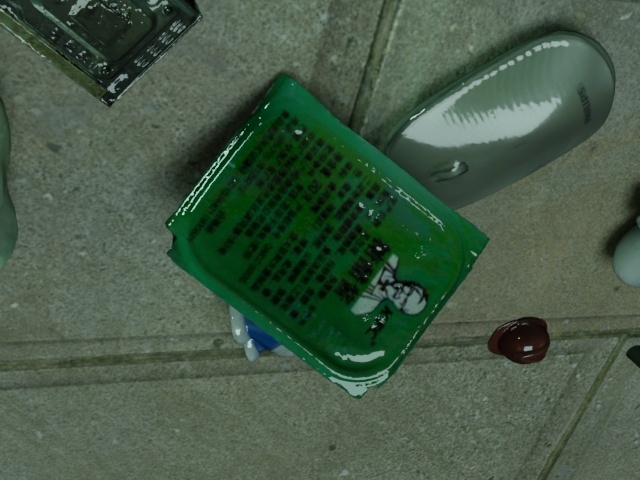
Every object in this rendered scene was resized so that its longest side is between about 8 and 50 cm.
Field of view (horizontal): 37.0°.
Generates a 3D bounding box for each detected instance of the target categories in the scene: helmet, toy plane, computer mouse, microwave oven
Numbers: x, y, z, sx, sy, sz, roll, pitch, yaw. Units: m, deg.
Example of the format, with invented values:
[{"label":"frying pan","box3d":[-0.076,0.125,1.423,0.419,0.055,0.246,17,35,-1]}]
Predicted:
[{"label":"helmet","box3d":[0.348,0.183,1.623,0.111,0.057,0.089,-7,133,-18]},{"label":"toy plane","box3d":[0.593,-0.005,1.524,0.266,0.123,0.267,-10,132,-11]},{"label":"computer mouse","box3d":[0.243,-0.149,1.272,0.330,0.095,0.197,-31,130,4]},{"label":"microwave oven","box3d":[-0.242,-0.257,0.944,0.163,0.129,0.205,-40,133,15]}]

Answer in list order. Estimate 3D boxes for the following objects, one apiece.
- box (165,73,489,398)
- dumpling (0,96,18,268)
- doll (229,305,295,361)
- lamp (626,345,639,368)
[{"label":"box","box3d":[0.000,0.000,1.201,0.336,0.106,0.264,39,87,-9]},{"label":"dumpling","box3d":[-0.449,-0.087,0.965,0.320,0.212,0.270,20,83,-20]},{"label":"doll","box3d":[0.002,0.107,1.343,0.256,0.161,0.215,-15,162,5]},{"label":"lamp","box3d":[0.629,0.198,1.757,0.121,0.054,0.041,-36,133,10]}]
